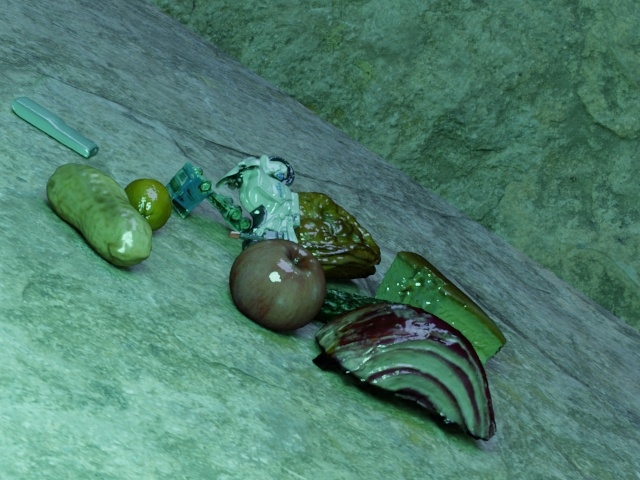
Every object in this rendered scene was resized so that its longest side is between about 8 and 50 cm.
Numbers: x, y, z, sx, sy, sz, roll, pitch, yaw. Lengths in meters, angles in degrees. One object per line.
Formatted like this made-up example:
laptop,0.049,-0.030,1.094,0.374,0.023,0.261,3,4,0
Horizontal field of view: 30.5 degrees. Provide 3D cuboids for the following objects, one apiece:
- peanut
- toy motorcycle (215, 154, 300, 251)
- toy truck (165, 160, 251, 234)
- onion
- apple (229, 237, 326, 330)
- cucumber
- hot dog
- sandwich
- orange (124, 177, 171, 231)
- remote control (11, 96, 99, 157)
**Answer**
peanut,-0.314,-0.040,1.687,0.099,0.099,0.214,15,22,-50
toy motorcycle,-0.104,-0.052,1.994,0.150,0.102,0.221,10,63,-30
toy truck,-0.196,-0.056,2.068,0.175,0.081,0.067,45,5,-36
onion,0.138,0.164,1.844,0.314,0.146,0.280,22,13,-21
apple,-0.062,0.065,1.789,0.153,0.120,0.153,30,23,-14
cucumber,0.045,0.116,1.968,0.294,0.067,0.067,14,22,-39
hot dog,0.000,0.000,2.156,0.196,0.122,0.272,47,18,27
sandwich,0.217,0.135,2.143,0.236,0.122,0.128,40,14,27
orange,-0.274,-0.054,1.839,0.085,0.085,0.095,29,21,-9
remote control,-0.461,-0.199,2.050,0.162,0.029,0.061,32,15,-1
